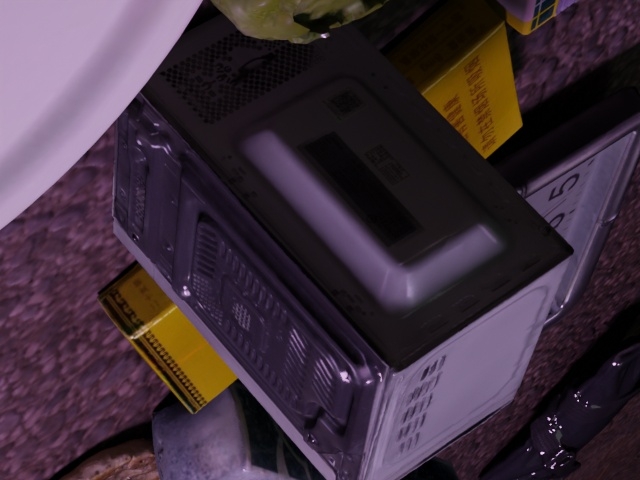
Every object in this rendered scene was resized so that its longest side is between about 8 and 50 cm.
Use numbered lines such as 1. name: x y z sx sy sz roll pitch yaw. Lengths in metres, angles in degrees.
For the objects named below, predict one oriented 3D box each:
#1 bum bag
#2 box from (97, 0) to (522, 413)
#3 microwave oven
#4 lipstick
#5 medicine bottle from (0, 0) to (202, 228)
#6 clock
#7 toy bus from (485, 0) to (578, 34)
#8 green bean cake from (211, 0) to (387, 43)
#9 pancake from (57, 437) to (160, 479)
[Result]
1. bum bag: 0.247 0.168 1.887 0.123 0.060 0.248 -16 147 -49
2. box: 0.002 -0.020 1.171 0.279 0.041 0.153 -41 159 -6
3. microwave oven: 0.000 0.000 0.976 0.122 0.208 0.162 -32 155 -25
4. lipstick: -0.002 0.165 1.348 0.076 0.077 0.290 -27 150 26
5. medicine bottle: -0.170 -0.123 0.432 0.252 0.241 0.252 -36 157 -18
6. clock: 0.105 0.026 1.409 0.279 0.049 0.273 -30 154 -26
7. toy bus: 0.118 -0.165 1.090 0.058 0.052 0.102 -37 159 -17
8. green bean cake: 0.030 -0.194 0.806 0.214 0.113 0.200 -31 154 -29
9. pancake: -0.155 0.184 1.290 0.152 0.025 0.151 -36 158 -17
